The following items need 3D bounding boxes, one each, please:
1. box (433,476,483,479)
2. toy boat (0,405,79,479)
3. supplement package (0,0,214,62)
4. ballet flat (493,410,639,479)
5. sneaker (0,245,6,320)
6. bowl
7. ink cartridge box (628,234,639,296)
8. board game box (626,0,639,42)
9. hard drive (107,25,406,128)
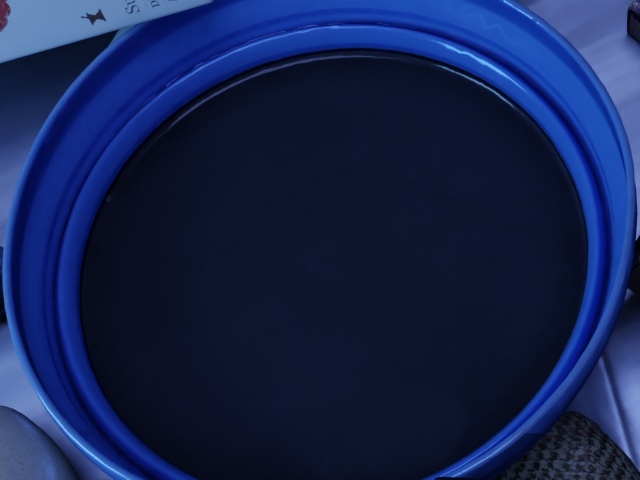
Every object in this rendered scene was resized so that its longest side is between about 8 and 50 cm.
[{"bbox_3d":[0.199,0.351,0.693,0.472,0.480,0.297,5,114,22],"label":"box"},{"bbox_3d":[-0.304,0.202,1.097,0.318,0.148,0.267,15,39,18],"label":"toy boat"},{"bbox_3d":[-0.230,-0.232,1.155,0.293,0.177,0.175,-14,38,13],"label":"supplement package"},{"bbox_3d":[-0.021,0.235,1.062,0.483,0.164,0.182,-22,50,-4],"label":"ballet flat"},{"bbox_3d":[-0.347,0.020,1.184,0.283,0.110,0.122,-9,69,6],"label":"sneaker"},{"bbox_3d":[0.000,0.000,1.074,0.391,0.077,0.391,-5,61,9],"label":"bowl"},{"bbox_3d":[0.332,0.014,1.065,0.235,0.088,0.193,38,83,1],"label":"ink cartridge box"},{"bbox_3d":[0.316,-0.163,1.168,0.170,0.048,0.141,-44,70,-5],"label":"board game box"},{"bbox_3d":[-0.031,-0.138,1.218,0.203,0.040,0.307,29,79,16],"label":"hard drive"}]
